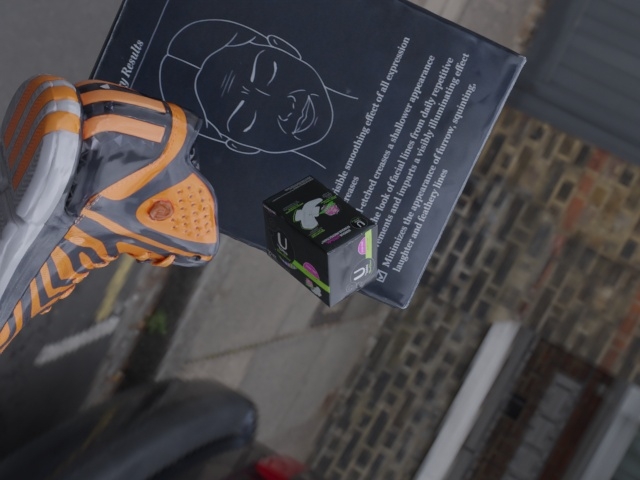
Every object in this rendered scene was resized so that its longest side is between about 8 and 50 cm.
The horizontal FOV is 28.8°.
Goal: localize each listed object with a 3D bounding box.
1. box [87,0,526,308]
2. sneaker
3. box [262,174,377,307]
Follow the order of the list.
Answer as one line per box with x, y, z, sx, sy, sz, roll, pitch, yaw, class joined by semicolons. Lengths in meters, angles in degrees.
-0.034;-0.151;1.339;0.212;0.396;0.293;-106;-140;-78;box
-0.184;0.011;0.972;0.180;0.124;0.321;6;142;-34;sneaker
0.000;0.000;0.990;0.052;0.083;0.062;-30;138;-26;box
